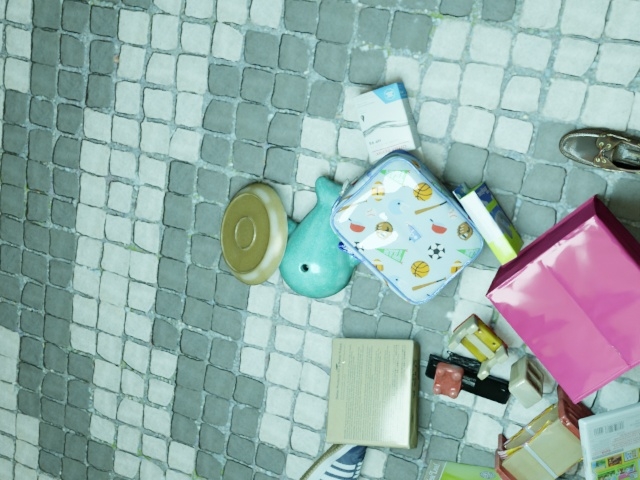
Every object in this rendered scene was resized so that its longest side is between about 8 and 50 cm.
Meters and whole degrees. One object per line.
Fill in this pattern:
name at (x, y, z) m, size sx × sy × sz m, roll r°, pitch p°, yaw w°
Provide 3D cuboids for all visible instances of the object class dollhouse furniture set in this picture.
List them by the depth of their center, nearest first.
dollhouse furniture set at (0.389, 0.339, 1.554) m, size 0.374 × 0.152 × 0.201 m, roll 45°, pitch 113°, yaw 1°

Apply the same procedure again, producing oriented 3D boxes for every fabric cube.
fabric cube at (0.510, 0.102, 1.415) m, size 0.259 × 0.254 × 0.258 m, roll -41°, pitch 85°, yaw 24°

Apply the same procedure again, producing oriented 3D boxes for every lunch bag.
lunch bag at (0.170, -0.027, 1.544) m, size 0.303 × 0.115 × 0.243 m, roll 44°, pitch 105°, yaw -9°

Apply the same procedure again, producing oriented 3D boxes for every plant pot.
plant pot at (-0.163, -0.015, 1.684) m, size 0.236 × 0.032 × 0.237 m, roll -5°, pitch 84°, yaw 47°

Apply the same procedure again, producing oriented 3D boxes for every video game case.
video game case at (0.622, 0.424, 1.453) m, size 0.226 × 0.026 × 0.207 m, roll -12°, pitch 98°, yaw -14°

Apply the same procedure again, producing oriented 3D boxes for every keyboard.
keyboard at (0.334, 0.295, 1.648) m, size 0.192 × 0.038 × 0.100 m, roll 18°, pitch 131°, yaw 14°

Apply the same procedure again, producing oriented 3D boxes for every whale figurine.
whale figurine at (0.000, 0.000, 1.633) m, size 0.216 × 0.141 × 0.272 m, roll 21°, pitch 108°, yaw 15°

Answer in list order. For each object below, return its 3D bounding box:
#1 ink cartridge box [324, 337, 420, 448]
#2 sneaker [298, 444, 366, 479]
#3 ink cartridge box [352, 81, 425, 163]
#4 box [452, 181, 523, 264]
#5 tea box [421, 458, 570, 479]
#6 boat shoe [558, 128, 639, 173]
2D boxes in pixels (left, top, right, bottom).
ink cartridge box at (0.120, 0.340, 1.651) m, size 0.193 × 0.088 × 0.235 m, roll -1°, pitch 76°, yaw 21°
sneaker at (0.073, 0.557, 1.760) m, size 0.153 × 0.099 × 0.282 m, roll 43°, pitch 114°, yaw 5°
ink cartridge box at (0.147, -0.234, 1.570) m, size 0.104 × 0.060 × 0.180 m, roll -15°, pitch 97°, yaw 22°
box at (0.347, -0.046, 1.516) m, size 0.042 × 0.109 × 0.178 m, roll -33°, pitch 90°, yaw 27°
tea box at (0.352, 0.654, 1.556) m, size 0.323 × 0.329 × 0.220 m, roll 5°, pitch 104°, yaw 20°
boat shoe at (0.567, -0.172, 1.429) m, size 0.206 × 0.073 × 0.073 m, roll 12°, pitch 107°, yaw 18°
